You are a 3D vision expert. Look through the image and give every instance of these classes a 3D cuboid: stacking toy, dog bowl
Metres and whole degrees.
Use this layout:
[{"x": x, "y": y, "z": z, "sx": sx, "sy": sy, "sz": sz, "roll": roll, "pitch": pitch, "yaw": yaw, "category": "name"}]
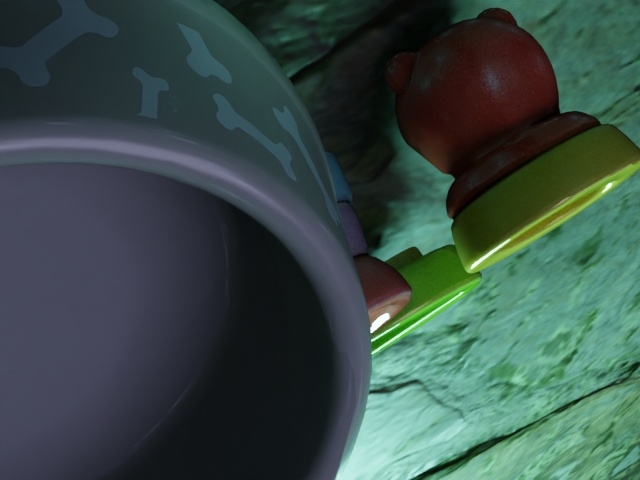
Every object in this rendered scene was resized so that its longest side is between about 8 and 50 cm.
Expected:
[{"x": 0.000, "y": 0.000, "z": 0.911, "sx": 0.309, "sy": 0.130, "sz": 0.279, "roll": -26, "pitch": 170, "yaw": -32, "category": "stacking toy"}, {"x": -0.137, "y": 0.058, "z": 0.618, "sx": 0.349, "sy": 0.102, "sz": 0.349, "roll": -15, "pitch": 131, "yaw": -17, "category": "dog bowl"}]
